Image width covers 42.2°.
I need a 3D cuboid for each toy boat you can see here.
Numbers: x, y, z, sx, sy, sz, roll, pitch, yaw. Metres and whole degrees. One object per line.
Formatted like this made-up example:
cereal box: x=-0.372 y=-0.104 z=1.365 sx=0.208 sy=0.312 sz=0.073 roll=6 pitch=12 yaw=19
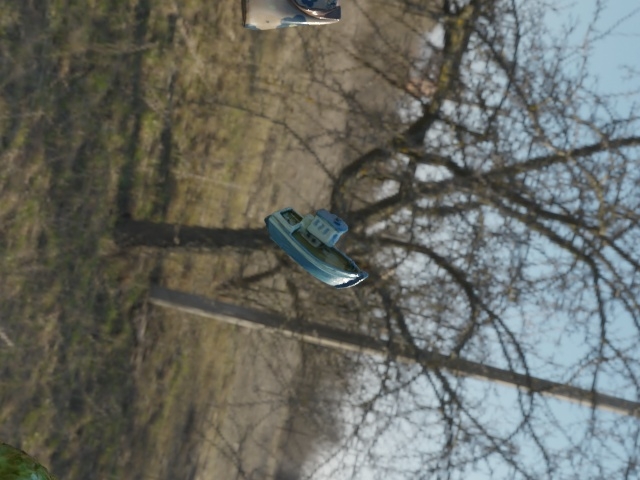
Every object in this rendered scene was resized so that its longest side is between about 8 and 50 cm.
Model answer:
toy boat: x=0.000 y=0.000 z=1.504 sx=0.102 sy=0.215 sz=0.088 roll=-52 pitch=169 yaw=24

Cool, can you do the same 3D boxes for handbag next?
handbag: x=-0.048 y=-0.520 z=1.535 sx=0.190 sy=0.193 sz=0.251 roll=-92 pitch=-174 yaw=-59

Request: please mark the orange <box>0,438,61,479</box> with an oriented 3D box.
orange: x=-0.274 y=0.234 z=0.555 sx=0.301 sy=0.300 sz=0.223 roll=98 pitch=15 yaw=-59
